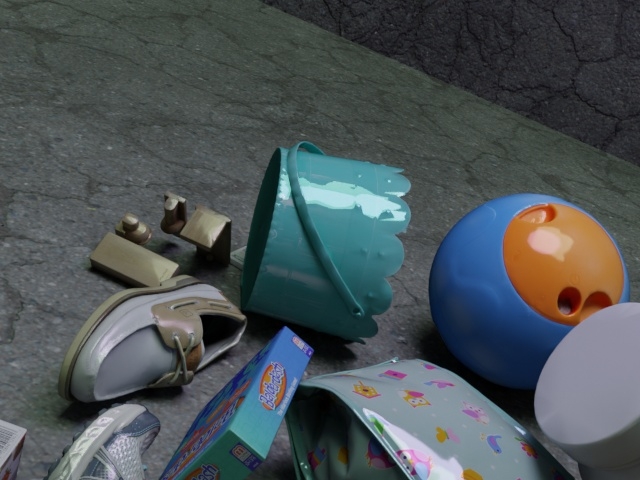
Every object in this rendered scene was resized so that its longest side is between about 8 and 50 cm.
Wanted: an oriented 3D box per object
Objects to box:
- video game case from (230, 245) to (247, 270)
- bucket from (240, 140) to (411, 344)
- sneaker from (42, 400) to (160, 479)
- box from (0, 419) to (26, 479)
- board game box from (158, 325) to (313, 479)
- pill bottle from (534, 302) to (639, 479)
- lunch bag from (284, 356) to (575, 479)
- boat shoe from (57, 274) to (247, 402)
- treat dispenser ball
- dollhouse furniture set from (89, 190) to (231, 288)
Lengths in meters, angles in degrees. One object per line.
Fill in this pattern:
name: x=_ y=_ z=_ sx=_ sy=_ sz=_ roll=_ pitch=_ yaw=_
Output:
video game case: x=-0.085 y=0.032 z=1.477 sx=0.087 sy=0.011 sz=0.122 roll=29 pitch=25 yaw=19
bucket: x=0.000 y=0.000 z=1.317 sx=0.183 sy=0.281 sz=0.281 roll=12 pitch=25 yaw=-11
sneaker: x=-0.202 y=0.260 z=0.816 sx=0.122 sy=0.110 sz=0.283 roll=31 pitch=33 yaw=2
box: x=-0.335 y=0.255 z=0.741 sx=0.067 sy=0.063 sz=0.324 roll=19 pitch=24 yaw=-1
board game box: x=-0.093 y=0.195 z=0.939 sx=0.047 sy=0.160 sz=0.210 roll=41 pitch=23 yaw=-6
pill bottle: x=0.435 y=0.249 z=1.007 sx=0.408 sy=0.229 sz=0.229 roll=37 pitch=18 yaw=-20
lunch bag: x=0.101 y=0.239 z=1.010 sx=0.223 sy=0.160 sz=0.262 roll=-5 pitch=40 yaw=-43
boat shoe: x=-0.186 y=0.117 z=1.092 sx=0.103 sy=0.113 sz=0.302 roll=21 pitch=22 yaw=16
treat dispenser ball: x=0.303 y=0.074 z=1.354 sx=0.288 sy=0.288 sz=0.288 roll=17 pitch=24 yaw=-8
dollhouse furniture set: x=-0.230 y=0.028 z=1.351 sx=0.144 sy=0.123 sz=0.151 roll=24 pitch=59 yaw=9
